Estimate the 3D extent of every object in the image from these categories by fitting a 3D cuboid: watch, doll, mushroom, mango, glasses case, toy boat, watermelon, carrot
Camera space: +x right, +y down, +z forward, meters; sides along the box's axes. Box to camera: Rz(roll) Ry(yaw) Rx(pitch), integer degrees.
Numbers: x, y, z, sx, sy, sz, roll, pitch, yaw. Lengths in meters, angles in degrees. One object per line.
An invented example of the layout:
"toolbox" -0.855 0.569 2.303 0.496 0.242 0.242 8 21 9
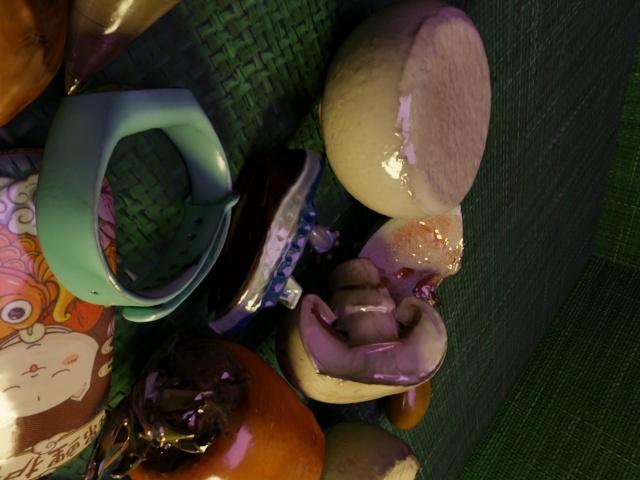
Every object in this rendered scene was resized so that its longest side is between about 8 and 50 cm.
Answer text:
"watch" -0.148 -0.043 0.432 0.237 0.068 0.195 -58 144 -67
"doll" 0.001 0.001 0.734 0.057 0.039 0.114 -29 154 9
"mushroom" 0.043 0.148 0.721 0.253 0.195 0.189 7 147 -29
"mango" 0.215 0.361 1.158 0.136 0.099 0.228 -20 116 -40
"glasses case" -0.256 0.076 0.426 0.122 0.082 0.321 -14 119 -52
"toy boat" -0.057 0.004 0.596 0.115 0.114 0.262 16 95 -43
"watermelon" 0.132 0.039 0.850 0.188 0.175 0.322 -85 -161 -69
"carrot" -0.133 0.222 0.571 0.331 0.214 0.193 65 37 -55

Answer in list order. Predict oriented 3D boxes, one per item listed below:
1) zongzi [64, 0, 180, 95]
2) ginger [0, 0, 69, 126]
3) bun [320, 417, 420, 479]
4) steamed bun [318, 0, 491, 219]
"zongzi" -0.089 -0.264 0.420 0.260 0.123 0.289 -17 133 -48
"ginger" -0.236 -0.203 0.227 0.165 0.172 0.321 -7 124 -6
"bun" 0.024 0.501 0.909 0.364 0.202 0.364 -35 140 -37
"steamed bun" 0.105 -0.171 0.644 0.283 0.177 0.283 -19 115 -49
